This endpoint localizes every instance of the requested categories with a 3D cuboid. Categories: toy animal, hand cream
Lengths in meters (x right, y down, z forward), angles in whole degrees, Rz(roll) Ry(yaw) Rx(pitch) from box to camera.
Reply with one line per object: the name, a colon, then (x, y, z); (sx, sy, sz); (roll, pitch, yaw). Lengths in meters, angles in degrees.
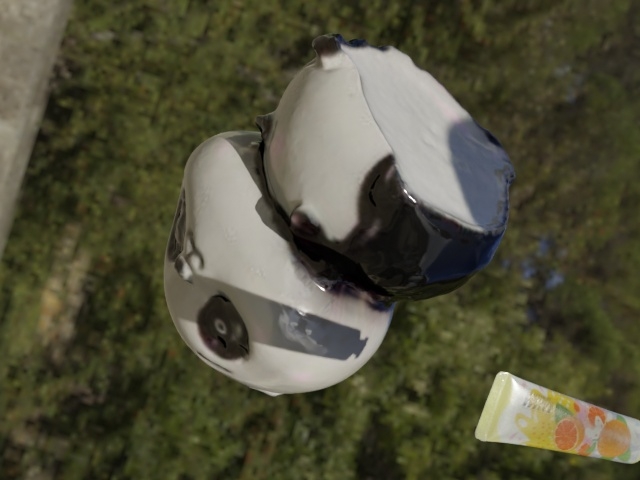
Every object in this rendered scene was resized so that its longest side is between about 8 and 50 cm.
toy animal: (-0.003, -0.004, 0.999); (0.235, 0.165, 0.187); (-37, -125, 23)
hand cream: (0.122, 0.091, 0.728); (0.022, 0.102, 0.035); (35, -74, 62)
